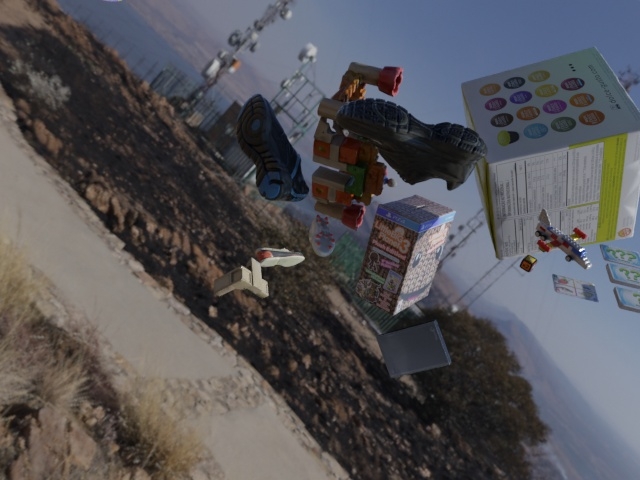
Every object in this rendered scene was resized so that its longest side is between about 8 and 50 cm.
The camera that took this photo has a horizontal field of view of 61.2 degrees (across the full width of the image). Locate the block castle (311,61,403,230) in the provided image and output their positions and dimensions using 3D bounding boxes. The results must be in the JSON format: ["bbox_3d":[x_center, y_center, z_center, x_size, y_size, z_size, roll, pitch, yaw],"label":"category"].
[{"bbox_3d":[0.132,-0.276,1.649,0.212,0.303,0.454,20,-41,15],"label":"block castle"}]

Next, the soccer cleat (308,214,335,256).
[{"bbox_3d":[0.000,0.000,1.575,0.068,0.076,0.196,17,29,-14],"label":"soccer cleat"}]

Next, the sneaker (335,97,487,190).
[{"bbox_3d":[0.158,-0.173,1.019,0.286,0.130,0.109,21,40,2],"label":"sneaker"}]

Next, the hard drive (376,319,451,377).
[{"bbox_3d":[0.195,0.229,1.140,0.022,0.135,0.094,-17,87,-65],"label":"hard drive"}]

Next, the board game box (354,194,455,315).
[{"bbox_3d":[0.247,0.036,1.588,0.141,0.291,0.232,27,26,30],"label":"board game box"}]

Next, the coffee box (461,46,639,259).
[{"bbox_3d":[0.558,-0.207,1.349,0.338,0.334,0.338,65,18,-44],"label":"coffee box"}]

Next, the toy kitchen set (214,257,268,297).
[{"bbox_3d":[-0.161,0.081,1.103,0.083,0.075,0.068,40,32,-45],"label":"toy kitchen set"}]

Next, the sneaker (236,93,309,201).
[{"bbox_3d":[-0.136,-0.252,1.517,0.139,0.125,0.341,8,59,-50],"label":"sneaker"}]

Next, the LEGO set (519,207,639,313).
[{"bbox_3d":[0.486,0.034,0.983,0.244,0.060,0.183,14,39,5],"label":"LEGO set"}]

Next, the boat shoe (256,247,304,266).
[{"bbox_3d":[-0.100,0.039,1.369,0.136,0.049,0.043,-1,54,-39],"label":"boat shoe"}]
